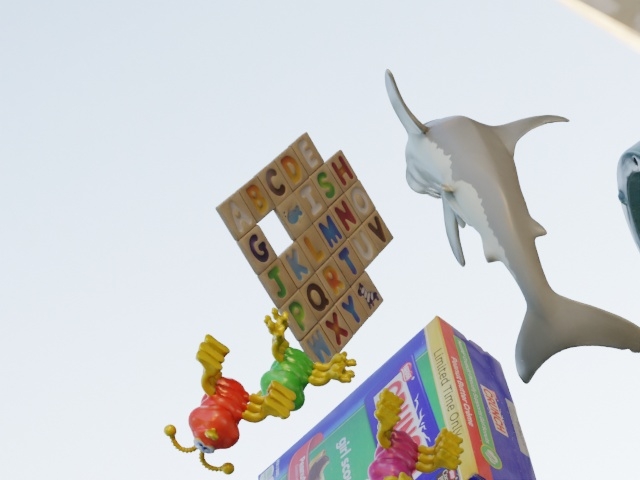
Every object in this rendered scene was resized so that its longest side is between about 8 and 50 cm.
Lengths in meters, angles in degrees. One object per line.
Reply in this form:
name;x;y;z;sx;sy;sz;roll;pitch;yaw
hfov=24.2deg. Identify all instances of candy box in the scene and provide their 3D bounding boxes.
candy box;0.078;0.285;1.662;0.122;0.268;0.317;37;-67;-26

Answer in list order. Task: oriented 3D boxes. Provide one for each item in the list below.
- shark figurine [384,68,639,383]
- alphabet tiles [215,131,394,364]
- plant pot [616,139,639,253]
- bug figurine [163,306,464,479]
shark figurine;0.135;-0.039;1.049;0.116;0.278;0.166;-24;-52;-5
alphabet tiles;0.000;0.000;1.566;0.198;0.009;0.237;58;-143;-10
plant pot;0.353;-0.032;1.148;0.196;0.293;0.293;-25;-40;-6
bug figurine;0.009;0.172;1.226;0.072;0.279;0.216;-54;2;23
